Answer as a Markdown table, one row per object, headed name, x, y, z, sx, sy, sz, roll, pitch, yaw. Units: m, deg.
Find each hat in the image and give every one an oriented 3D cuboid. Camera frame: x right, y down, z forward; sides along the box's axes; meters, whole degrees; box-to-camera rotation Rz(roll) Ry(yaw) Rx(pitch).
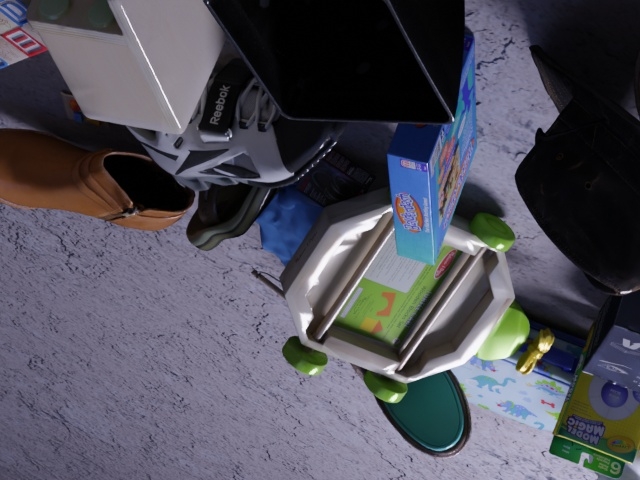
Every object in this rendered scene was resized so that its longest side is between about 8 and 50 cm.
| name | x | y | z | sx | sy | sz | roll | pitch | yaw |
| --- | --- | --- | --- | --- | --- | --- | --- | --- | --- |
| hat | 0.277 | -0.033 | 1.613 | 0.331 | 0.134 | 0.331 | 47 | 180 | 0 |

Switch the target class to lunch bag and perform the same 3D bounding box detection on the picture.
| name | x | y | z | sx | sy | sz | roll | pitch | yaw |
| --- | --- | --- | --- | --- | --- | --- | --- | --- | --- |
| lunch bag | 0.264 | 0.167 | 2.224 | 0.219 | 0.090 | 0.176 | 20 | 154 | 3 |

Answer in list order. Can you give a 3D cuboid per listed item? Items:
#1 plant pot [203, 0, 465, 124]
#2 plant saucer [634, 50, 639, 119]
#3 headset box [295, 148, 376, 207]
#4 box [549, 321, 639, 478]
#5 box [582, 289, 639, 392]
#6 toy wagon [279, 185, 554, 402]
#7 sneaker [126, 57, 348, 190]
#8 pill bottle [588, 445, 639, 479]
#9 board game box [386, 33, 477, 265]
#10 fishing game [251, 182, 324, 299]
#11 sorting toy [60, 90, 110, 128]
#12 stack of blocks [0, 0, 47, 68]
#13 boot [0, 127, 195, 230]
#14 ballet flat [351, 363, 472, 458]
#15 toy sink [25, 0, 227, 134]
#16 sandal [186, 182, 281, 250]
| name | x | y | z | sx | sy | sz | roll | pitch | yaw |
| --- | --- | --- | --- | --- | --- | --- | --- | --- | --- |
| plant pot | 0.035 | -0.230 | 1.547 | 0.188 | 0.167 | 0.187 | 5 | 150 | 31 |
| plant saucer | 0.440 | -0.130 | 1.513 | 0.310 | 0.050 | 0.311 | 18 | 141 | 15 |
| headset box | 0.014 | -0.070 | 1.982 | 0.083 | 0.032 | 0.062 | 34 | 131 | 1 |
| box | 0.363 | 0.202 | 2.114 | 0.105 | 0.179 | 0.043 | 21 | 175 | 0 |
| box | 0.416 | 0.118 | 2.016 | 0.156 | 0.093 | 0.158 | 20 | 155 | 3 |
| toy wagon | 0.124 | 0.073 | 2.017 | 0.344 | 0.068 | 0.267 | 21 | 116 | -26 |
| sneaker | -0.105 | -0.137 | 1.877 | 0.330 | 0.122 | 0.146 | -11 | 142 | 46 |
| pill bottle | 0.409 | 0.262 | 2.190 | 0.103 | 0.184 | 0.103 | 17 | 153 | 9 |
| board game box | 0.119 | -0.094 | 1.752 | 0.047 | 0.160 | 0.210 | 14 | 153 | 14 |
| fishing game | 0.000 | 0.000 | 2.106 | 0.189 | 0.041 | 0.264 | 36 | 140 | 9 |
| sorting toy | -0.294 | -0.166 | 2.082 | 0.062 | 0.012 | 0.083 | 17 | 154 | 9 |
| stack of blocks | -0.407 | -0.273 | 1.877 | 0.171 | 0.087 | 0.297 | 37 | 150 | -30 |
| boot | -0.301 | -0.077 | 2.093 | 0.283 | 0.109 | 0.220 | 23 | 171 | -17 |
| ballet flat | 0.109 | 0.178 | 2.226 | 0.316 | 0.107 | 0.106 | 53 | 178 | 35 |
| toy sink | -0.201 | -0.243 | 1.713 | 0.131 | 0.153 | 0.234 | 11 | 153 | 20 |
| sandal | -0.110 | -0.064 | 2.038 | 0.086 | 0.120 | 0.303 | 42 | 150 | -10 |
